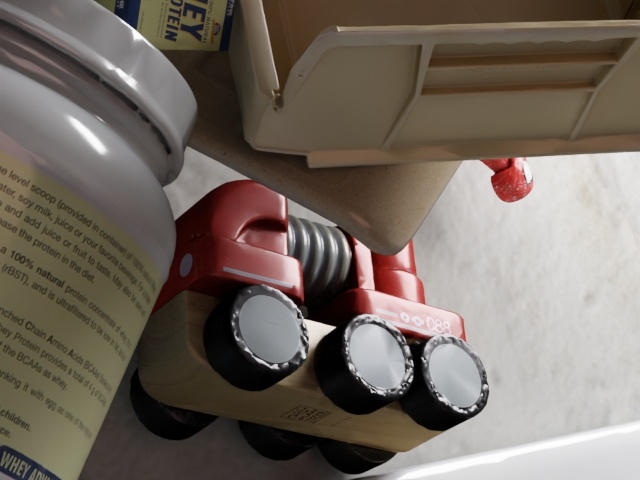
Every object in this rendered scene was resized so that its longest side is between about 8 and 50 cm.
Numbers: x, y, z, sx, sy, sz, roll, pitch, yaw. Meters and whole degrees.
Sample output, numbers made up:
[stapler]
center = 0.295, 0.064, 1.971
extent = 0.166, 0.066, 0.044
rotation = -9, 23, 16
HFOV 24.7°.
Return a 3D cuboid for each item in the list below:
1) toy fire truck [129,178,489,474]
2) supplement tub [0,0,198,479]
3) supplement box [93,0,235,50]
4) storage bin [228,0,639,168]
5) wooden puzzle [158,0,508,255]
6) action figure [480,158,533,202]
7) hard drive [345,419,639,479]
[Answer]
[toy fire truck]
center = 0.000, 0.000, 0.943
extent = 0.217, 0.158, 0.246
rotation = 16, 55, -32
[supplement tub]
center = -0.212, 0.039, 0.715
extent = 0.235, 0.235, 0.325
rotation = 31, 70, -24
[supplement box]
center = -0.101, -0.136, 0.776
extent = 0.083, 0.083, 0.056
rotation = -9, 113, -52
[storage bin]
center = 0.072, -0.186, 0.844
extent = 0.260, 0.123, 0.262
rotation = -3, 60, -15
[wooden puzzle]
center = -0.035, -0.173, 0.934
extent = 0.347, 0.080, 0.322
rotation = 30, 57, 7
[action figure]
center = 0.135, -0.170, 1.083
extent = 0.139, 0.091, 0.280
rotation = -12, 86, -25
[hard drive]
center = 0.138, 0.263, 1.019
extent = 0.353, 0.047, 0.233
rotation = -6, 82, -33
